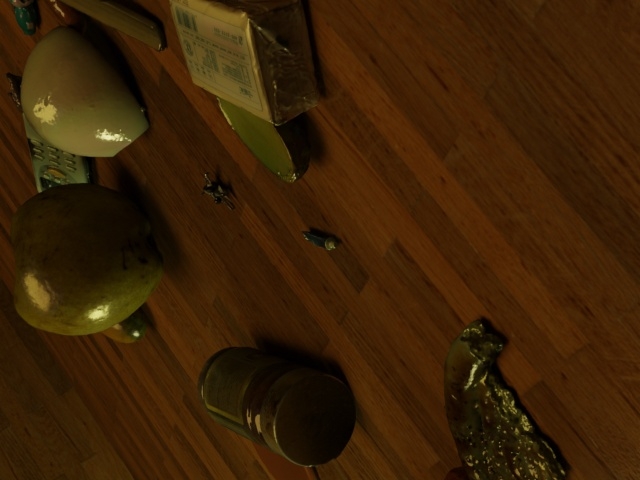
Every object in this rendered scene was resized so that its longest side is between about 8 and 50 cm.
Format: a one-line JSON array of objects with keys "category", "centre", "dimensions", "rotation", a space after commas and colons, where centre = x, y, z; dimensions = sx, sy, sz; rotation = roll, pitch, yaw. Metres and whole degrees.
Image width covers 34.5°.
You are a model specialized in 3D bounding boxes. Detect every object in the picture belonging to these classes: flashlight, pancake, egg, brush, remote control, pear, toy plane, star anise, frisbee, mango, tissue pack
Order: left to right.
[{"category": "flashlight", "centre": [-0.573, -0.449, 2.001], "dimensions": [0.051, 0.051, 0.129], "rotation": [51, 160, 17]}, {"category": "star anise", "centre": [-0.608, -0.279, 2.229], "dimensions": [0.195, 0.065, 0.182], "rotation": [32, 148, 25]}, {"category": "remote control", "centre": [-0.551, -0.175, 2.197], "dimensions": [0.140, 0.056, 0.296], "rotation": [19, 146, 5]}, {"category": "egg", "centre": [-0.451, -0.253, 1.823], "dimensions": [0.271, 0.162, 0.206], "rotation": [34, 158, 36]}, {"category": "pear", "centre": [-0.461, 0.039, 2.040], "dimensions": [0.304, 0.304, 0.304], "rotation": [43, 151, 31]}, {"category": "brush", "centre": [-0.340, -0.376, 1.654], "dimensions": [0.282, 0.048, 0.054], "rotation": [32, 147, 32]}, {"category": "mango", "centre": [-0.499, 0.156, 2.446], "dimensions": [0.221, 0.120, 0.151], "rotation": [48, 153, 6]}, {"category": "toy plane", "centre": [-0.172, -0.081, 1.683], "dimensions": [0.083, 0.031, 0.078], "rotation": [11, 141, 55]}, {"category": "tissue pack", "centre": [-0.095, -0.244, 1.286], "dimensions": [0.196, 0.092, 0.148], "rotation": [33, 144, 45]}, {"category": "frisbee", "centre": [-0.080, 0.433, 2.096], "dimensions": [0.251, 0.021, 0.251], "rotation": [41, 148, 33]}, {"category": "pancake", "centre": [0.226, 0.263, 1.302], "dimensions": [0.197, 0.054, 0.376], "rotation": [17, 133, 55]}]

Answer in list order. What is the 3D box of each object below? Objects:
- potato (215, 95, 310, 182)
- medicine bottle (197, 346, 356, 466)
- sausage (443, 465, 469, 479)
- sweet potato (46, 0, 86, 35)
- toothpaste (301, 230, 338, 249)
[{"category": "potato", "centre": [-0.071, -0.157, 1.387], "dimensions": [0.198, 0.054, 0.119], "rotation": [40, 153, 45]}, {"category": "medicine bottle", "centre": [-0.086, 0.274, 1.772], "dimensions": [0.322, 0.151, 0.151], "rotation": [8, 125, 60]}, {"category": "sausage", "centre": [0.254, 0.468, 1.446], "dimensions": [0.087, 0.079, 0.326], "rotation": [-24, 97, 42]}, {"category": "sweet potato", "centre": [-0.461, -0.443, 1.787], "dimensions": [0.055, 0.058, 0.202], "rotation": [-8, 121, 39]}, {"category": "toothpaste", "centre": [0.000, 0.000, 1.467], "dimensions": [0.027, 0.019, 0.083], "rotation": [45, 165, -30]}]
